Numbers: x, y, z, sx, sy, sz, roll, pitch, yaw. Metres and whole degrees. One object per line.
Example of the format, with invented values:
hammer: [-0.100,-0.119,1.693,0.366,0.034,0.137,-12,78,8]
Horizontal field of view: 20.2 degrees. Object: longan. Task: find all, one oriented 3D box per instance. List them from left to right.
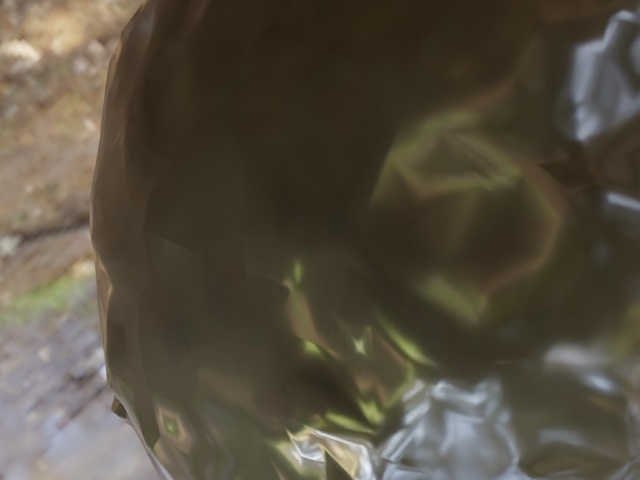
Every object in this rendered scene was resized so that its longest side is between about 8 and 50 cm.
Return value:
longan: [0.077,-0.003,0.868,0.404,0.404,0.436,-43,178,-11]
